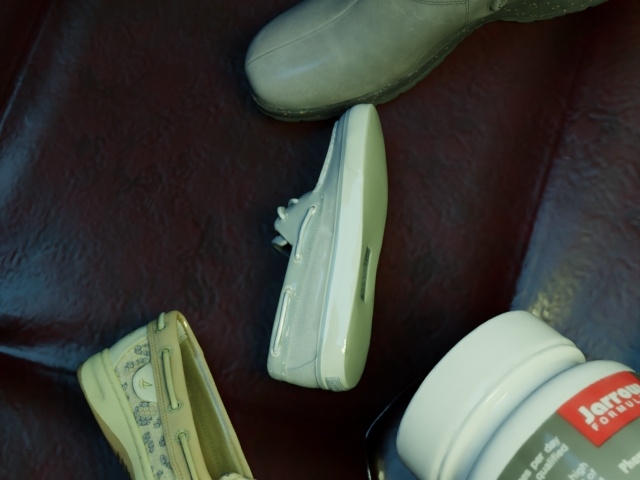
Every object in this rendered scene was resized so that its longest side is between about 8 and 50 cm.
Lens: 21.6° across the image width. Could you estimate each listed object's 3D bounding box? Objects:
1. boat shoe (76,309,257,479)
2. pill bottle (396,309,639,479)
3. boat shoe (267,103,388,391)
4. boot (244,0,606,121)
[{"bbox_3d":[-0.081,0.168,1.201,0.089,0.104,0.285,-38,58,3],"label":"boat shoe"},{"bbox_3d":[0.191,0.178,1.062,0.161,0.161,0.283,-46,59,-5],"label":"pill bottle"},{"bbox_3d":[0.000,0.001,1.266,0.081,0.079,0.227,2,69,16],"label":"boat shoe"},{"bbox_3d":[0.066,-0.229,1.269,0.338,0.223,0.118,-26,60,7],"label":"boot"}]
